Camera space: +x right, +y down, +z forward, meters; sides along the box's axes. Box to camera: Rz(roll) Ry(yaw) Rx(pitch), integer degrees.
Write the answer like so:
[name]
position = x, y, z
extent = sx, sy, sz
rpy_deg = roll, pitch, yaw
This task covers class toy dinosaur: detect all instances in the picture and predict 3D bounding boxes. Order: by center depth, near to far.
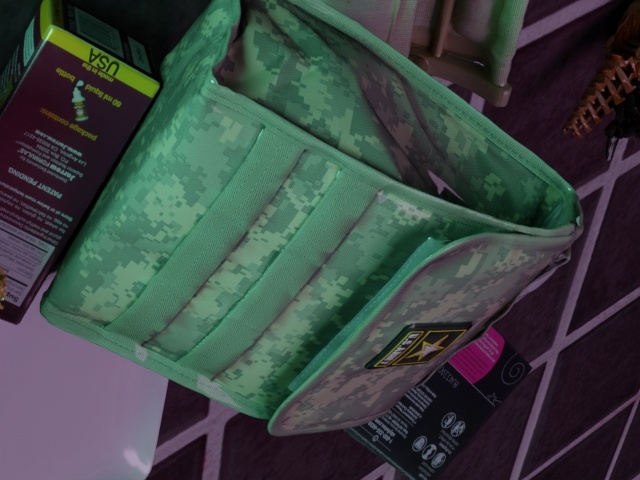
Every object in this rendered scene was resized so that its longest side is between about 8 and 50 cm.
[toy dinosaur]
position = 0.361, -0.195, 1.712
extent = 0.322, 0.164, 0.218
rpy_deg = -20, 128, -14

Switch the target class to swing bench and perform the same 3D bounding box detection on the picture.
[swing bench]
position = 0.045, -0.180, 1.202
extent = 0.254, 0.165, 0.253
rpy_deg = -44, 154, -43

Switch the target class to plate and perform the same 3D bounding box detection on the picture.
[plate]
position = -0.208, 0.122, 1.262
extent = 0.277, 0.045, 0.278
rpy_deg = -32, 139, -54

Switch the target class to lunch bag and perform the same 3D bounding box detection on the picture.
[lunch bag]
position = 0.000, 0.000, 1.068
extent = 0.287, 0.169, 0.235
rpy_deg = 28, 129, -19

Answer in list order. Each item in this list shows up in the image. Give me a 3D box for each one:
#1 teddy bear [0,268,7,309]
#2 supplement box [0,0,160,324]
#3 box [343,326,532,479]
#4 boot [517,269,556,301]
[teddy bear]
position = -0.276, 0.006, 0.875
extent = 0.245, 0.113, 0.338
rpy_deg = -35, 143, -26
[supplement box]
position = -0.186, -0.055, 1.061
extent = 0.080, 0.104, 0.188
rpy_deg = 28, 104, -18
[box]
position = 0.050, 0.091, 1.502
extent = 0.163, 0.142, 0.247
rpy_deg = -49, 134, -2
[boot]
position = 0.141, 0.072, 1.740
extent = 0.258, 0.095, 0.123
rpy_deg = -23, 148, -27
